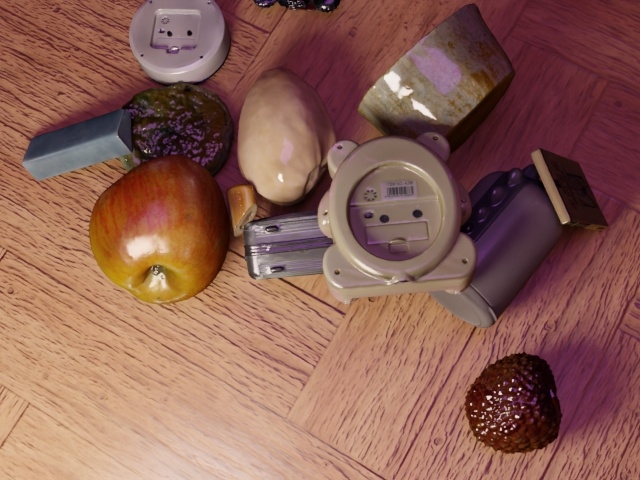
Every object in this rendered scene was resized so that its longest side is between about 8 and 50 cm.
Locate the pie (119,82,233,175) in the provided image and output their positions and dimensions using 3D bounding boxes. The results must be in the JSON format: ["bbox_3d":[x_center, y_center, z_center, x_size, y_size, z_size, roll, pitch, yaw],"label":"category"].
[{"bbox_3d":[-0.330,-0.236,1.839,0.277,0.078,0.277,-1,75,5],"label":"pie"}]

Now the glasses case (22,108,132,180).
[{"bbox_3d":[-0.550,-0.219,1.826,0.266,0.056,0.105,-13,73,21],"label":"glasses case"}]

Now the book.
[{"bbox_3d":[0.508,-0.100,1.646,0.026,0.231,0.161,-30,71,32],"label":"book"}]

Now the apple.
[{"bbox_3d":[-0.318,-0.008,1.663,0.301,0.301,0.301,-2,74,5],"label":"apple"}]

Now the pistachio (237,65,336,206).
[{"bbox_3d":[-0.079,-0.224,1.751,0.214,0.193,0.318,-10,65,-7],"label":"pistachio"}]

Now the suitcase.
[{"bbox_3d":[0.000,0.000,1.669,0.312,0.202,0.128,-7,93,5],"label":"suitcase"}]

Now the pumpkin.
[{"bbox_3d":[0.259,-0.304,1.688,0.332,0.332,0.199,-41,87,-7],"label":"pumpkin"}]

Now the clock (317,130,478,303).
[{"bbox_3d":[0.137,-0.047,1.503,0.284,0.114,0.309,-6,68,4],"label":"clock"}]

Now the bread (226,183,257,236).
[{"bbox_3d":[-0.159,-0.065,1.689,0.062,0.049,0.103,-13,86,16],"label":"bread"}]

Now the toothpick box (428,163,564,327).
[{"bbox_3d":[0.346,-0.008,1.625,0.229,0.229,0.316,39,80,15],"label":"toothpick box"}]

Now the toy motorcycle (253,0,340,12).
[{"bbox_3d":[-0.055,-0.603,1.916,0.213,0.082,0.122,5,75,6],"label":"toy motorcycle"}]

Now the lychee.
[{"bbox_3d":[0.368,0.317,1.562,0.188,0.188,0.188,-2,74,5],"label":"lychee"}]

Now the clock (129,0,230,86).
[{"bbox_3d":[-0.331,-0.478,1.910,0.230,0.083,0.230,-2,75,7],"label":"clock"}]
